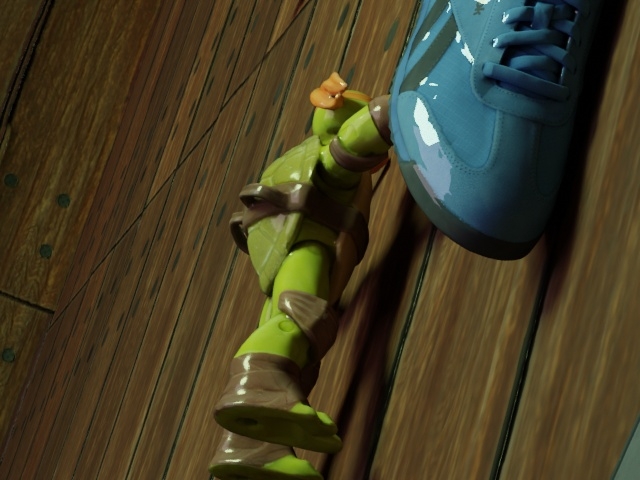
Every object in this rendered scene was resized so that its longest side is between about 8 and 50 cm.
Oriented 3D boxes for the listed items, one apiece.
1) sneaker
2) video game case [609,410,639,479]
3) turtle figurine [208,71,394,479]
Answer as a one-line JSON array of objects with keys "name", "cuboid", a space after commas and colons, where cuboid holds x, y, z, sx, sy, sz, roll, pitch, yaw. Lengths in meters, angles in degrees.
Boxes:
[{"name": "sneaker", "cuboid": [0.078, -0.088, 0.726, 0.082, 0.069, 0.209, -51, 21, 45]}, {"name": "video game case", "cuboid": [0.098, 0.123, 0.382, 0.274, 0.026, 0.196, -122, 54, -77]}, {"name": "turtle figurine", "cuboid": [0.000, 0.000, 0.878, 0.269, 0.087, 0.217, 131, 157, -59]}]
